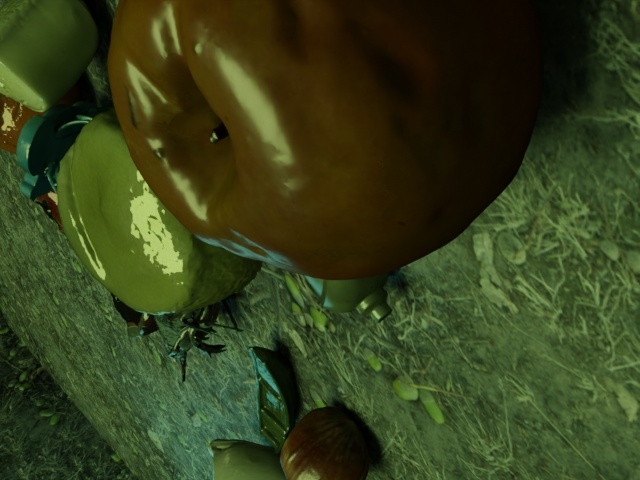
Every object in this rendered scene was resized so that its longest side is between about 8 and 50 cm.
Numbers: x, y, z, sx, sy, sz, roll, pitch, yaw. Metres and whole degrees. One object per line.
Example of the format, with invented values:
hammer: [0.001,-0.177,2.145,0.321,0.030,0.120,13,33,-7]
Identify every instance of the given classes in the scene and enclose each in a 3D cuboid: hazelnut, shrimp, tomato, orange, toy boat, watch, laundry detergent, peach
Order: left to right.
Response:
orange: [-0.539,-0.260,1.706,0.224,0.170,0.224,15,111,43]
tomato: [-0.579,-0.089,2.080,0.228,0.101,0.228,43,154,27]
watch: [-0.391,-0.134,1.588,0.193,0.211,0.211,25,146,10]
shrimp: [-0.219,0.134,1.641,0.172,0.137,0.372,-125,21,-45]
toy boat: [-0.083,0.278,1.671,0.093,0.055,0.293,41,151,32]
laundry detergent: [0.000,0.000,1.171,0.253,0.091,0.181,51,155,13]
hazelnut: [0.008,0.348,1.505,0.150,0.150,0.150,41,150,30]
peach: [0.008,-0.137,0.764,0.343,0.302,0.342,34,145,28]

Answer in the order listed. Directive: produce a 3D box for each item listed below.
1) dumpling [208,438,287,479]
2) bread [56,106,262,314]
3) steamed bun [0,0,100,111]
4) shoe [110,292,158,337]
dumpling: [-0.081,0.511,1.809,0.341,0.181,0.260,-8,137,41]
bread: [-0.218,-0.051,1.350,0.321,0.237,0.320,24,130,32]
steamed bun: [-0.451,-0.313,1.498,0.155,0.200,0.250,45,166,-31]
shoe: [-0.361,0.121,1.931,0.137,0.114,0.291,65,157,-4]
